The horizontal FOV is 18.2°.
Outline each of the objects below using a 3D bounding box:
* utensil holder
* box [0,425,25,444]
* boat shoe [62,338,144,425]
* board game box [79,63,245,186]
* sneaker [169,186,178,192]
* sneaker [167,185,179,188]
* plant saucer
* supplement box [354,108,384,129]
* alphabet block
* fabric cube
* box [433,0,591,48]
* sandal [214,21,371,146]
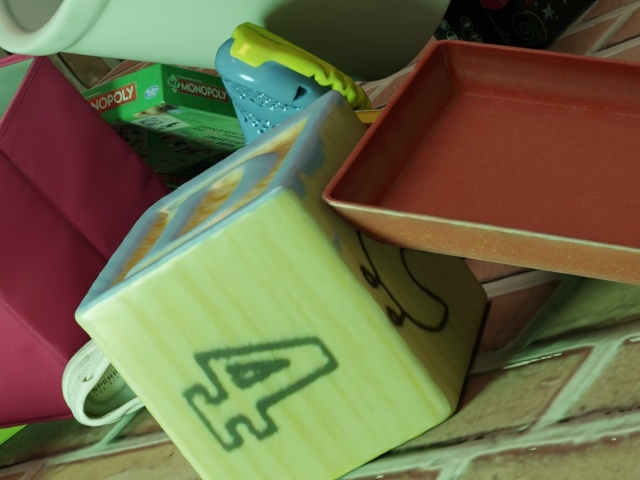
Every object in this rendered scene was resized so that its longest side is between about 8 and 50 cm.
[{"bbox_3d":[-0.099,-0.318,1.900,0.385,0.328,0.327,5,-11,-32],"label":"utensil holder"},{"bbox_3d":[-0.317,0.157,2.104,0.109,0.042,0.178,-38,14,-1],"label":"box"},{"bbox_3d":[-0.116,0.070,1.798,0.277,0.098,0.096,-46,14,0],"label":"boat shoe"},{"bbox_3d":[-0.136,-0.113,2.106,0.213,0.046,0.317,-16,-15,36],"label":"board game box"},{"bbox_3d":[-0.201,0.009,2.220,0.152,0.114,0.305,-36,20,-30],"label":"sneaker"},{"bbox_3d":[-0.252,-0.046,2.581,0.188,0.067,0.078,-41,20,-4],"label":"sneaker"},{"bbox_3d":[0.163,-0.051,1.361,0.259,0.048,0.258,8,33,19],"label":"plant saucer"},{"bbox_3d":[0.000,0.000,1.653,0.194,0.129,0.191,-40,13,-13],"label":"supplement box"},{"bbox_3d":[-0.022,0.046,1.407,0.193,0.197,0.192,-31,15,25],"label":"alphabet block"},{"bbox_3d":[-0.323,0.011,1.950,0.254,0.258,0.259,-12,42,37],"label":"fabric cube"},{"bbox_3d":[0.164,-0.326,2.089,0.142,0.247,0.163,-40,13,-30],"label":"box"},{"bbox_3d":[-0.021,-0.090,1.849,0.126,0.317,0.138,32,82,30],"label":"sandal"}]
